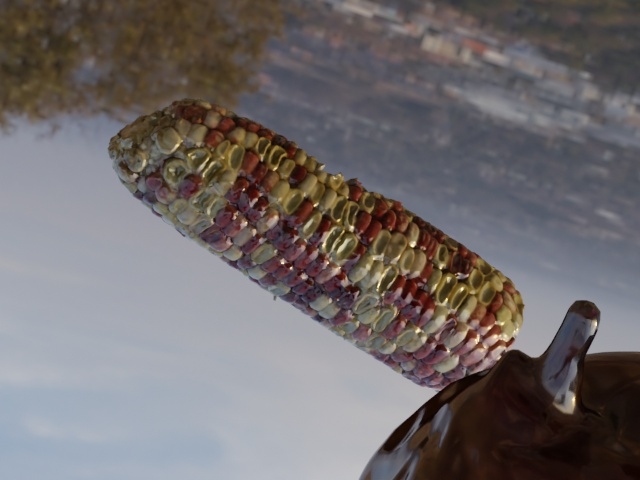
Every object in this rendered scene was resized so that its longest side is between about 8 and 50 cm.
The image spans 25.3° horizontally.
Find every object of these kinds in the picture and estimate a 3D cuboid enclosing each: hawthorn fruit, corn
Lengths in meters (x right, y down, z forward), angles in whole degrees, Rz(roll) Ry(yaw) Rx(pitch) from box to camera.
[{"bbox_3d":[0.103,0.124,0.537,0.208,0.208,0.248,18,136,48],"label":"hawthorn fruit"},{"bbox_3d":[0.000,0.000,0.906,0.290,0.098,0.098,33,176,-13],"label":"corn"}]
